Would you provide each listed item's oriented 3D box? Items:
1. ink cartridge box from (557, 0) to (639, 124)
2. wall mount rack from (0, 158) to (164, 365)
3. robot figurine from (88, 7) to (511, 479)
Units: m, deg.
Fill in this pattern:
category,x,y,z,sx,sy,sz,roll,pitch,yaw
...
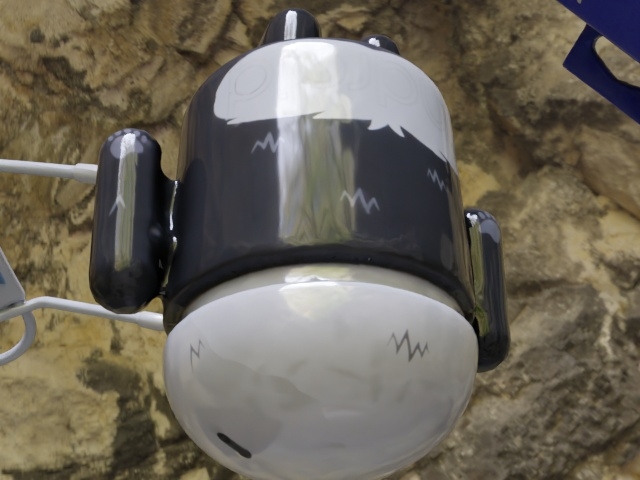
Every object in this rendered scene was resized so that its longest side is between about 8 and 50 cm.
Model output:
category,x,y,z,sx,sy,sz,roll,pitch,yaw
ink cartridge box,0.291,-0.264,0.559,0.151,0.270,0.395,-27,-32,-24
wall mount rack,-0.336,0.031,0.828,0.304,0.130,0.350,-20,-47,-10
robot figurine,-0.003,0.001,0.473,0.209,0.278,0.173,-9,-33,12
